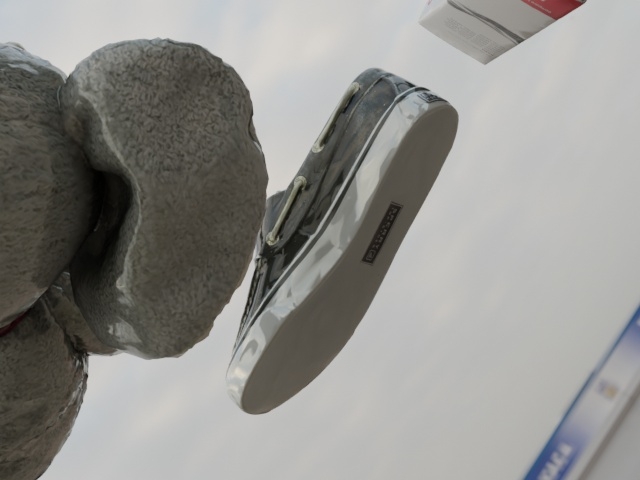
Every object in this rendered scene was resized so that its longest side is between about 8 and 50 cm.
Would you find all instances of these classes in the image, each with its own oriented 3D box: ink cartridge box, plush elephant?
[{"bbox_3d":[0.121,-0.174,0.757,0.099,0.056,0.135,-65,12,-14],"label":"ink cartridge box"},{"bbox_3d":[-0.171,-0.010,0.527,0.272,0.330,0.255,-2,-45,-27],"label":"plush elephant"}]

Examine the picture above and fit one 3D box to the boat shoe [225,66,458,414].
[{"bbox_3d":[0.000,0.000,0.765,0.219,0.070,0.078,-58,-32,2],"label":"boat shoe"}]
